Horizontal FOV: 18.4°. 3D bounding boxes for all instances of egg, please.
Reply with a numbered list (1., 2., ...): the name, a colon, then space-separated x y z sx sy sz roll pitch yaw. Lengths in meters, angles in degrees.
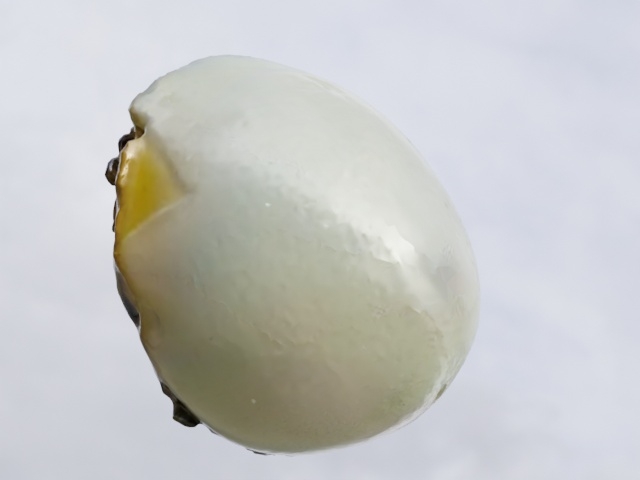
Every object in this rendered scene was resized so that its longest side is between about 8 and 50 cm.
1. egg: 0.003 -0.001 1.314 0.174 0.264 0.286 -17 -80 44
